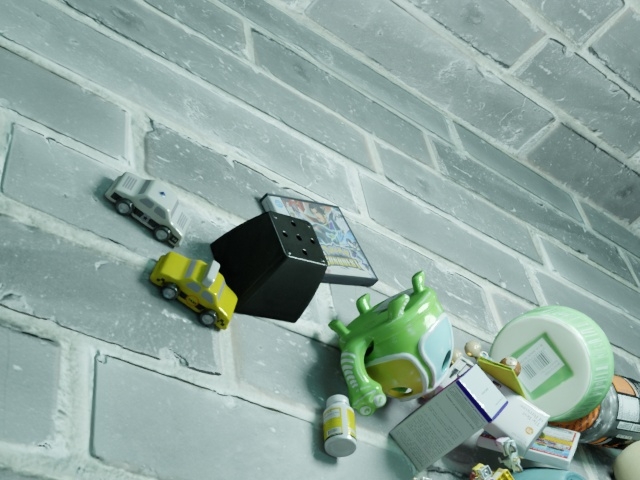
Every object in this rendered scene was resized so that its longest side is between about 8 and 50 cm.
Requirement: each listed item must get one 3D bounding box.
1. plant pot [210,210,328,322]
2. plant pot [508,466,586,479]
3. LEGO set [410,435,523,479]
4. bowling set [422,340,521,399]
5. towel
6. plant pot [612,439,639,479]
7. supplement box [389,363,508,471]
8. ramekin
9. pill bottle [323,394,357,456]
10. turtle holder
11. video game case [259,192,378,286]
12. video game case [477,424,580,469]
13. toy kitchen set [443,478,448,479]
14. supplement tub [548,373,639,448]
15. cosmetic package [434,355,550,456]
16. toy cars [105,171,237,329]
[{"bbox_3d":[-0.096,0.043,1.898,0.187,0.167,0.188,16,40,-43],"label":"plant pot"},{"bbox_3d":[0.502,0.608,1.922,0.290,0.195,0.290,31,32,-23],"label":"plant pot"},{"bbox_3d":[0.295,0.518,1.869,0.287,0.107,0.132,-15,91,-26],"label":"LEGO set"},{"bbox_3d":[0.372,0.308,2.143,0.154,0.200,0.287,43,25,0],"label":"bowling set"},{"bbox_3d":[0.437,0.358,2.016,0.021,0.102,0.237,-46,124,-25],"label":"towel"},{"bbox_3d":[0.914,0.675,2.355,0.257,0.256,0.274,17,25,-41],"label":"plant pot"},{"bbox_3d":[0.273,0.380,1.891,0.114,0.220,0.111,50,29,11],"label":"supplement box"},{"bbox_3d":[0.577,0.317,2.255,0.148,0.303,0.303,6,47,-58],"label":"ramekin"},{"bbox_3d":[0.038,0.367,1.764,0.065,0.065,0.116,30,33,-25],"label":"pill bottle"},{"bbox_3d":[0.171,0.232,1.925,0.227,0.243,0.320,61,12,-7],"label":"turtle holder"},{"bbox_3d":[0.000,0.000,2.207,0.275,0.035,0.248,8,46,-48],"label":"video game case"},{"bbox_3d":[0.494,0.466,2.078,0.204,0.025,0.285,12,4,20],"label":"video game case"},{"bbox_3d":[0.145,0.537,1.542,0.166,0.207,0.122,-3,54,-53],"label":"toy kitchen set"},{"bbox_3d":[0.768,0.461,2.433,0.338,0.207,0.207,18,39,-39],"label":"supplement tub"},{"bbox_3d":[0.381,0.367,1.974,0.239,0.060,0.099,33,64,23],"label":"cosmetic package"},{"bbox_3d":[-0.286,0.003,1.785,0.176,0.087,0.393,-3,54,-53],"label":"toy cars"}]
